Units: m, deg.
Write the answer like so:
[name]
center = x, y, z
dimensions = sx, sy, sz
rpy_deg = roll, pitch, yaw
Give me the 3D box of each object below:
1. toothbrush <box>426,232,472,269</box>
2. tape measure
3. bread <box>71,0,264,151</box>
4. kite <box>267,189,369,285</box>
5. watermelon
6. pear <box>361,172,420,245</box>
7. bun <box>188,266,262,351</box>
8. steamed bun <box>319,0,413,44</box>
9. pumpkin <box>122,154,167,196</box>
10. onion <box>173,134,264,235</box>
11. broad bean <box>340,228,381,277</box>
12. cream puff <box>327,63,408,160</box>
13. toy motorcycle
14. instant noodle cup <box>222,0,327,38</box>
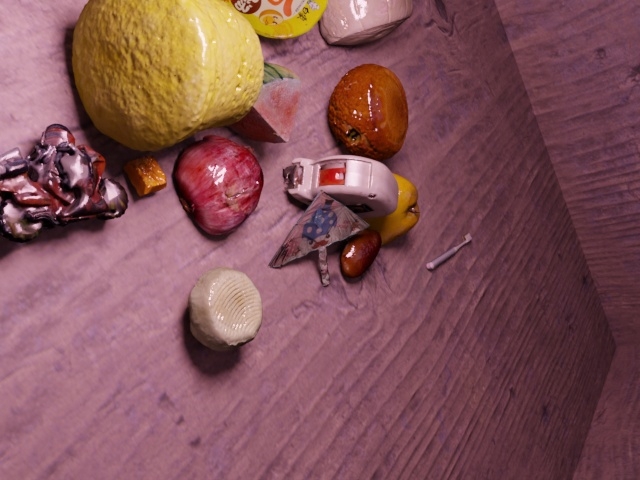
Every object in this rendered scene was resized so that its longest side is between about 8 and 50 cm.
[toothbrush]
center = 0.465, 0.038, 2.580
dimensions = 0.342, 0.025, 0.030
rpy_deg = -30, 98, -50
[tape measure]
center = 0.070, -0.139, 1.975
dimensions = 0.258, 0.265, 0.130
rpy_deg = 30, 63, -52
[bread]
center = -0.301, -0.361, 1.499
dimensions = 0.307, 0.348, 0.348
rpy_deg = -16, 94, -56
[kite]
center = 0.000, 0.000, 1.929
dimensions = 0.335, 0.011, 0.314
rpy_deg = -23, 130, -27
[watermelon]
center = -0.184, -0.333, 1.775
dimensions = 0.261, 0.212, 0.201
rpy_deg = -25, 117, -45
[pear]
center = 0.218, -0.120, 2.202
dimensions = 0.267, 0.178, 0.267
rpy_deg = 23, 60, -48
[bun]
center = -0.225, 0.160, 1.637
dimensions = 0.195, 0.118, 0.195
rpy_deg = 26, 56, -46
[steamed bun]
center = 0.160, -0.746, 2.222
dimensions = 0.383, 0.236, 0.247
rpy_deg = -32, 108, -49
[pumpkin]
center = -0.380, -0.139, 1.569
dimensions = 0.083, 0.054, 0.074
rpy_deg = 57, 36, 6
[onion]
center = -0.210, -0.155, 1.729
dimensions = 0.283, 0.120, 0.227
rpy_deg = -54, 127, -42
[broad bean]
center = 0.114, 0.036, 2.105
dimensions = 0.165, 0.084, 0.114
rpy_deg = -43, 114, -35
[cream puff]
center = 0.135, -0.373, 2.132
dimensions = 0.303, 0.212, 0.303
rpy_deg = 21, 66, -58
[toy motorcycle]
center = -0.529, -0.104, 1.315
dimensions = 0.401, 0.134, 0.207
rpy_deg = -23, 99, -52
[instant noodle cup]
center = -0.102, -0.714, 1.875
dimensions = 0.311, 0.311, 0.221
rpy_deg = 53, 35, -28
